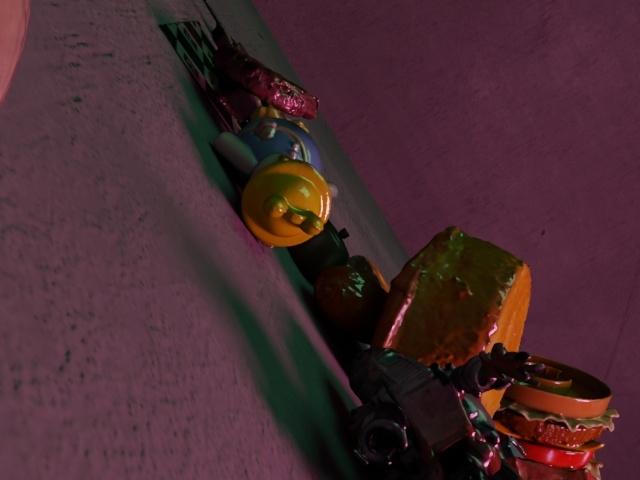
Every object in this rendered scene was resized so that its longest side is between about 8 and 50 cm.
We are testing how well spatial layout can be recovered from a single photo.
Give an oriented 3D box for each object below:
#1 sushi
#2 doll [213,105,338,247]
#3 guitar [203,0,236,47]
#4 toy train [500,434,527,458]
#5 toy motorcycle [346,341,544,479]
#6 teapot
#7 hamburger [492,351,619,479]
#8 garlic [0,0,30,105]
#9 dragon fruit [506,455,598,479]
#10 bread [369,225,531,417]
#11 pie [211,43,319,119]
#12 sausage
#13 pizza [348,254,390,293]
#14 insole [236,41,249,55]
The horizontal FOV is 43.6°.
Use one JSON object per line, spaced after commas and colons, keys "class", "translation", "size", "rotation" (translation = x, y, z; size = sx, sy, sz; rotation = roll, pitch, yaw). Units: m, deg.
{"class": "sushi", "translation": [-0.086, -0.198, 1.169], "size": [0.320, 0.069, 0.339], "rotation": [57, 8, -14]}
{"class": "doll", "translation": [-0.043, -0.069, 0.875], "size": [0.135, 0.099, 0.241], "rotation": [59, 6, -28]}
{"class": "guitar", "translation": [-0.174, -0.359, 1.371], "size": [0.233, 0.025, 0.088], "rotation": [57, 9, -11]}
{"class": "toy train", "translation": [0.293, 0.402, 1.176], "size": [0.163, 0.112, 0.203], "rotation": [49, 11, -21]}
{"class": "toy motorcycle", "translation": [0.095, 0.162, 0.659], "size": [0.207, 0.134, 0.401], "rotation": [61, -6, 15]}
{"class": "teapot", "translation": [0.000, 0.000, 0.975], "size": [0.121, 0.068, 0.076], "rotation": [58, 8, -9]}
{"class": "hamburger", "translation": [0.371, 0.331, 1.409], "size": [0.274, 0.274, 0.212], "rotation": [-61, 161, -81]}
{"class": "garlic", "translation": [-0.164, -0.118, 0.300], "size": [0.195, 0.101, 0.087], "rotation": [60, 7, 3]}
{"class": "dragon fruit", "translation": [0.247, 0.362, 0.841], "size": [0.189, 0.163, 0.261], "rotation": [-49, 131, -48]}
{"class": "bread", "translation": [0.156, 0.110, 0.940], "size": [0.146, 0.268, 0.268], "rotation": [18, -9, 22]}
{"class": "pie", "translation": [-0.067, -0.199, 1.010], "size": [0.154, 0.038, 0.153], "rotation": [29, 13, -8]}
{"class": "sausage", "translation": [0.047, 0.080, 0.955], "size": [0.076, 0.076, 0.197], "rotation": [63, 9, 24]}
{"class": "pizza", "translation": [0.098, 0.121, 1.171], "size": [0.246, 0.058, 0.127], "rotation": [56, 7, -33]}
{"class": "insole", "translation": [-0.124, -0.319, 1.580], "size": [0.192, 0.010, 0.063], "rotation": [63, 8, 27]}
